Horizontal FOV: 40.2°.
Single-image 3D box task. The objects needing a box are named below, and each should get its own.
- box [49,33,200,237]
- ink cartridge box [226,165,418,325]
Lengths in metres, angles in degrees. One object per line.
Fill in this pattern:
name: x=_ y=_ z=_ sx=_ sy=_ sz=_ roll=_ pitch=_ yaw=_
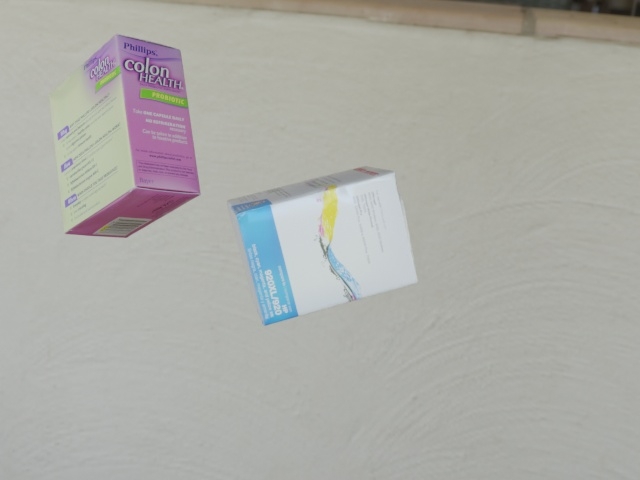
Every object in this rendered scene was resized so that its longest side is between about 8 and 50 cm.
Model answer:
box: x=-0.305 y=-0.151 z=1.344 sx=0.117 sy=0.243 sz=0.213 roll=3 pitch=-20 yaw=-44
ink cartridge box: x=0.000 y=0.000 z=1.283 sx=0.232 sy=0.168 sz=0.171 roll=-15 pitch=10 yaw=-8
